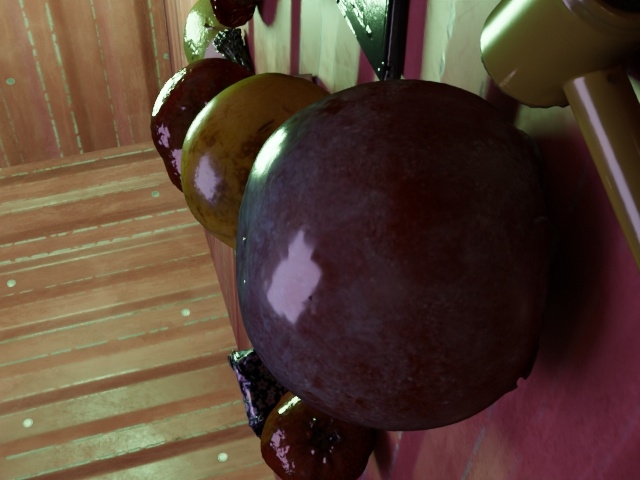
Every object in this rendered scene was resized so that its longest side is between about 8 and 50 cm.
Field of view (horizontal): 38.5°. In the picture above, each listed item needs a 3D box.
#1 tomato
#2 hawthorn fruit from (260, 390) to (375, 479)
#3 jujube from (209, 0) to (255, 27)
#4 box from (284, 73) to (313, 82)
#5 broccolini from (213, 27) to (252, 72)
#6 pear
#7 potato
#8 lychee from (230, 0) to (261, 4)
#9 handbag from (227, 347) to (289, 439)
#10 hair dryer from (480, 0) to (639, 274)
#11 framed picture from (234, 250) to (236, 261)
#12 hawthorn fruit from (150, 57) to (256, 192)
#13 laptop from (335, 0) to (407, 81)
[{"bbox_3d":[0.068,0.013,0.829,0.317,0.283,0.316,-179,90,-80],"label":"tomato"},{"bbox_3d":[-0.004,0.354,1.642,0.253,0.205,0.205,106,150,-74],"label":"hawthorn fruit"},{"bbox_3d":[-0.176,-0.493,1.815,0.176,0.109,0.112,106,-176,-71],"label":"jujube"},{"bbox_3d":[-0.064,-0.166,1.623,0.203,0.106,0.251,-153,53,-73],"label":"box"},{"bbox_3d":[-0.167,-0.294,2.036,0.079,0.074,0.392,92,164,-71],"label":"broccolini"},{"bbox_3d":[-0.070,-0.107,1.346,0.281,0.281,0.280,168,90,-78],"label":"pear"},{"bbox_3d":[-0.278,-0.491,2.291,0.239,0.116,0.299,97,157,-45],"label":"potato"},{"bbox_3d":[-0.120,-0.463,1.430,0.194,0.195,0.194,168,90,-78],"label":"lychee"},{"bbox_3d":[-0.080,0.319,1.951,0.127,0.229,0.207,-22,75,43],"label":"handbag"},{"bbox_3d":[0.203,-0.063,0.594,0.135,0.090,0.278,135,116,-73],"label":"hair dryer"},{"bbox_3d":[-0.204,-0.128,2.185,0.326,0.028,0.446,95,166,-50],"label":"framed picture"},{"bbox_3d":[-0.203,-0.214,1.860,0.330,0.287,0.287,172,86,-86],"label":"hawthorn fruit"},{"bbox_3d":[0.057,-0.307,1.121,0.153,0.026,0.207,90,163,-46],"label":"laptop"}]
